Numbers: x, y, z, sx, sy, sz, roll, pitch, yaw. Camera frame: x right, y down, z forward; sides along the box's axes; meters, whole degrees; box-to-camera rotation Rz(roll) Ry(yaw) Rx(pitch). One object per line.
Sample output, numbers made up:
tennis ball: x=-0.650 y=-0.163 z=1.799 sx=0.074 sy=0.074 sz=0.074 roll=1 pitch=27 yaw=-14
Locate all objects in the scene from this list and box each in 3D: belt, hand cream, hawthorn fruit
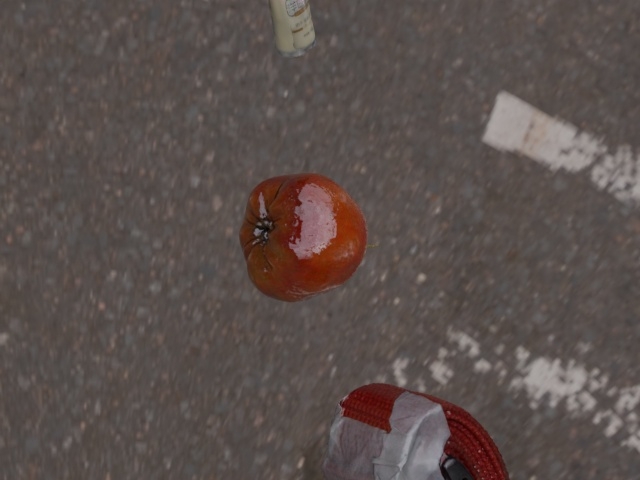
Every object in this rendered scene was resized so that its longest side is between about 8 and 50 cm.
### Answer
belt: x=0.098 y=0.222 z=1.395 sx=0.128 sy=0.124 sz=0.201 roll=-45 pitch=123 yaw=-24
hand cream: x=-0.030 y=-0.241 z=1.462 sx=0.039 sy=0.143 sz=0.061 roll=18 pitch=45 yaw=31
hawthorn fruit: x=-0.011 y=0.001 z=1.442 sx=0.140 sy=0.125 sz=0.125 roll=38 pitch=64 yaw=-14
